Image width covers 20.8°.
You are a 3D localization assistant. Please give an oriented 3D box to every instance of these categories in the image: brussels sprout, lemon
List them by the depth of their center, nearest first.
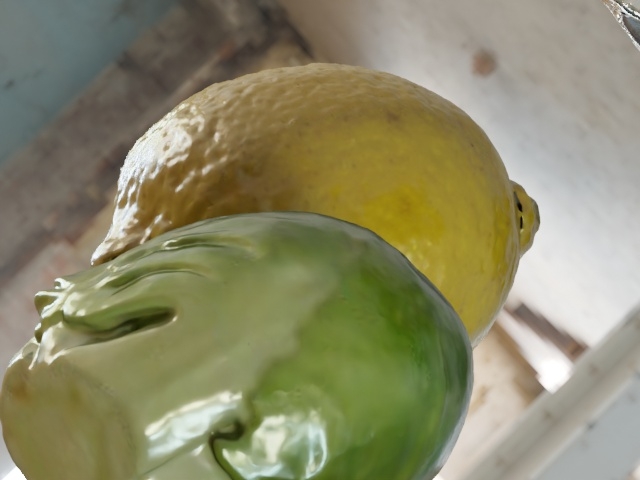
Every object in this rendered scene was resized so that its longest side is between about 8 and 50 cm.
[{"bbox_3d":[-0.027,0.056,0.681,0.161,0.144,0.181,19,-159,25],"label":"brussels sprout"},{"bbox_3d":[0.000,0.000,0.909,0.188,0.257,0.188,17,110,61],"label":"lemon"}]

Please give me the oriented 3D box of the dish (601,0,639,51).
[{"bbox_3d":[0.214,-0.065,0.671,0.236,0.086,0.228,41,-173,32],"label":"dish"}]
